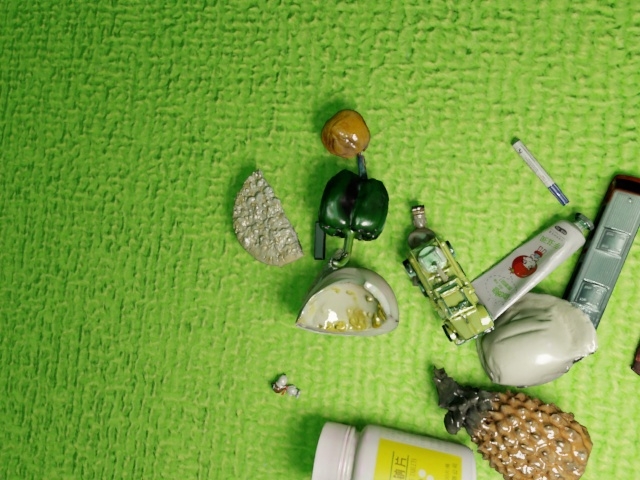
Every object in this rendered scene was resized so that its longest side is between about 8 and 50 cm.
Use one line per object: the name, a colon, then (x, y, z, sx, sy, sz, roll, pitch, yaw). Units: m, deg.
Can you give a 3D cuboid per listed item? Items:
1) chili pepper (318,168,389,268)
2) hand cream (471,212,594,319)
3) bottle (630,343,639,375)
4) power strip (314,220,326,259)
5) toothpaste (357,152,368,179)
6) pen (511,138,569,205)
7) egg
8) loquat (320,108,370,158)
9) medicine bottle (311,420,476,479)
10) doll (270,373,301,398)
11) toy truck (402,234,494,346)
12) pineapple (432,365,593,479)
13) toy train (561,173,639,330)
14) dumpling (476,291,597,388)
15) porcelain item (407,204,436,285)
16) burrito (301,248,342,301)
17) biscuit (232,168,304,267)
chili pepper: (0.076, -0.050, 1.161, 0.174, 0.165, 0.261, 14, 88, -5)
hand cream: (0.520, 0.058, 1.093, 0.336, 0.076, 0.121, -41, 41, 10)
bottle: (0.792, 0.249, 1.037, 0.060, 0.060, 0.164, 22, 94, 13)
power strip: (0.000, 0.000, 1.240, 0.029, 0.038, 0.111, 2, 89, 12)
toothpaste: (0.117, -0.207, 1.229, 0.027, 0.019, 0.083, -5, 88, -11)
pen: (0.562, -0.173, 1.121, 0.025, 0.025, 0.204, -37, 82, 10)
egg: (0.082, 0.154, 1.149, 0.271, 0.206, 0.161, -10, 61, 26)
loquat: (0.072, -0.288, 1.200, 0.137, 0.113, 0.137, 2, 73, -8)
medicine bottle: (0.182, 0.584, 1.091, 0.379, 0.213, 0.213, 7, 90, 13)
doll: (-0.098, 0.423, 1.252, 0.085, 0.040, 0.058, 43, 88, 11)
toy truck: (0.305, 0.123, 1.056, 0.128, 0.135, 0.259, -29, 81, 11)
pineapple: (0.414, 0.433, 1.042, 0.357, 0.223, 0.223, 27, 94, 17)
toy train: (0.682, 0.034, 1.056, 0.086, 0.089, 0.409, 22, 94, 18)
dumpling: (0.502, 0.233, 1.059, 0.243, 0.175, 0.227, -15, 55, 14)
porcelain item: (0.270, 0.013, 1.167, 0.084, 0.054, 0.213, -6, 88, 11)
burrito: (0.013, 0.102, 1.233, 0.045, 0.041, 0.185, 36, 94, 21)
biscuit: (-0.168, -0.049, 1.260, 0.179, 0.084, 0.281, -27, 81, 16)
